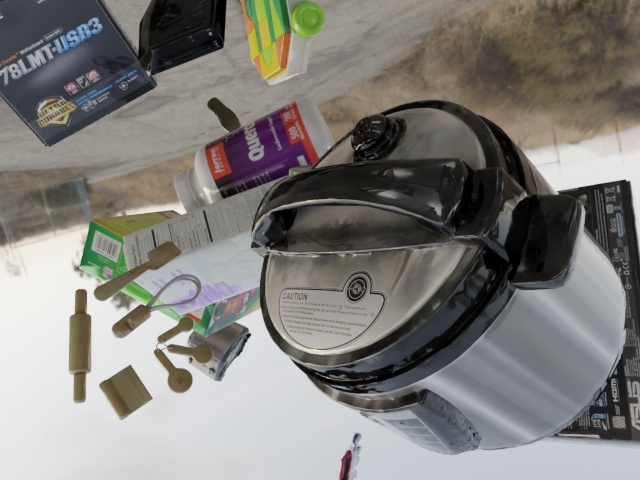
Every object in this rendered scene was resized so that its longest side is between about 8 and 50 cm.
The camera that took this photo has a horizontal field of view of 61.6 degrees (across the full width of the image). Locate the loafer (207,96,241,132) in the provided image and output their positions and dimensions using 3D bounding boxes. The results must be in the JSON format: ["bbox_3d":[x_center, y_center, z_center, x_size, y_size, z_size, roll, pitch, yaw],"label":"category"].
[{"bbox_3d":[-0.278,-0.368,1.598,0.056,0.148,0.050,-40,161,7],"label":"loafer"}]

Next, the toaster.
[{"bbox_3d":[-0.328,0.326,1.707,0.147,0.129,0.227,26,-143,7],"label":"toaster"}]

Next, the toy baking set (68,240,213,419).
[{"bbox_3d":[-0.266,0.127,0.789,0.197,0.256,0.030,-5,157,-23],"label":"toy baking set"}]

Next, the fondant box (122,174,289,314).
[{"bbox_3d":[-0.179,0.020,1.068,0.331,0.096,0.238,-19,154,1],"label":"fondant box"}]

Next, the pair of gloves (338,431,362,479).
[{"bbox_3d":[0.037,0.407,0.850,0.023,0.198,0.159,9,167,13],"label":"pair of gloves"}]

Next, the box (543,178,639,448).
[{"bbox_3d":[0.348,0.116,0.866,0.319,0.394,0.097,-9,153,31],"label":"box"}]

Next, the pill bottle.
[{"bbox_3d":[-0.126,-0.148,1.100,0.323,0.181,0.181,-24,-169,7],"label":"pill bottle"}]

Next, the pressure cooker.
[{"bbox_3d":[0.126,0.037,0.679,0.370,0.420,0.375,-41,-143,19],"label":"pressure cooker"}]

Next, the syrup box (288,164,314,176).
[{"bbox_3d":[0.000,0.000,0.884,0.093,0.236,0.096,10,-165,21],"label":"syrup box"}]

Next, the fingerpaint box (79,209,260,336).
[{"bbox_3d":[-0.395,0.075,1.585,0.445,0.163,0.371,24,-165,16],"label":"fingerpaint box"}]

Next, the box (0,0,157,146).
[{"bbox_3d":[-0.555,-0.390,1.139,0.296,0.293,0.073,-28,-139,2],"label":"box"}]

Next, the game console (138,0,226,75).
[{"bbox_3d":[-0.100,-0.366,0.781,0.362,0.044,0.213,-16,-130,13],"label":"game console"}]

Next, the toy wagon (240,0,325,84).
[{"bbox_3d":[-0.091,-0.472,0.989,0.068,0.343,0.267,-14,-170,-22],"label":"toy wagon"}]
